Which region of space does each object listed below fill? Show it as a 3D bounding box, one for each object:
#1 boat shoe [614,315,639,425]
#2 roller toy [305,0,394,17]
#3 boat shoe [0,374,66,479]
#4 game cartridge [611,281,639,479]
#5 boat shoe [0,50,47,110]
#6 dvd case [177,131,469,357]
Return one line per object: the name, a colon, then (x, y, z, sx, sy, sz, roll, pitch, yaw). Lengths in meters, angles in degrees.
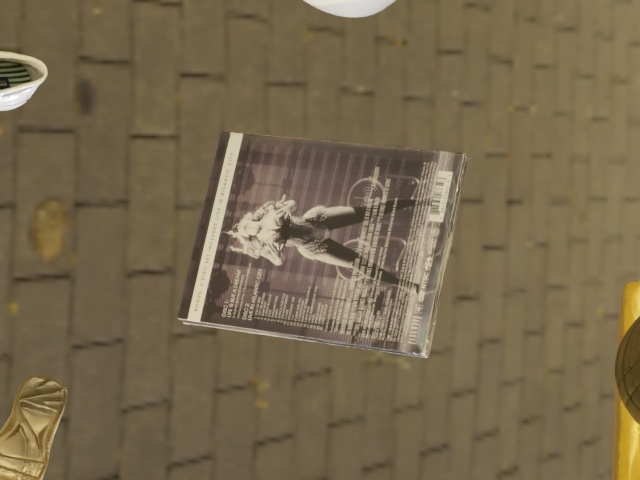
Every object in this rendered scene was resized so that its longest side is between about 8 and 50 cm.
boat shoe: (0.222, 0.093, 0.929, 0.073, 0.223, 0.080, 39, 94, -21)
roller toy: (0.033, -0.311, 1.684, 0.191, 0.146, 0.209, 11, 60, -35)
boat shoe: (-0.252, 0.179, 1.489, 0.153, 0.056, 0.048, -75, -175, -46)
game cartridge: (0.338, 0.129, 1.077, 0.285, 0.324, 0.052, -78, 173, -49)
boat shoe: (-0.403, -0.181, 1.968, 0.226, 0.076, 0.083, -14, 80, -46)
dvd case: (0.000, 0.000, 1.445, 0.018, 0.221, 0.164, 35, 65, -62)
